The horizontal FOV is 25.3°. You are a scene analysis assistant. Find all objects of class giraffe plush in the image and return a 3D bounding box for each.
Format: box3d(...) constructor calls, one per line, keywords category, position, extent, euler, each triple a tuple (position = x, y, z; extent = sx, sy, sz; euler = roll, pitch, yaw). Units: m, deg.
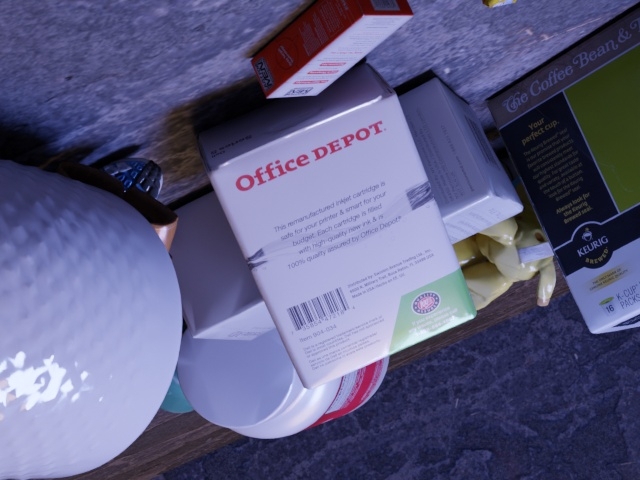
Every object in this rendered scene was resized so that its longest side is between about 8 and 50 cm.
box3d(category="giraffe plush", position=(0.255, -0.024, 1.850), extent=(0.210, 0.181, 0.170), euler=(3, -148, 39))

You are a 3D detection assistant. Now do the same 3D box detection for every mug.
box3d(category="mug", position=(-0.357, 0.056, 1.198), extent=(0.374, 0.276, 0.328), euler=(4, 174, 27))
box3d(category="mug", position=(-0.208, 0.179, 2.212), extent=(0.129, 0.157, 0.097), euler=(11, 151, -21))

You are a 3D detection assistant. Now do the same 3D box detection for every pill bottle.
box3d(category="pill bottle", position=(-0.054, 0.170, 2.107), extent=(0.229, 0.229, 0.408), euler=(-27, 171, 16))

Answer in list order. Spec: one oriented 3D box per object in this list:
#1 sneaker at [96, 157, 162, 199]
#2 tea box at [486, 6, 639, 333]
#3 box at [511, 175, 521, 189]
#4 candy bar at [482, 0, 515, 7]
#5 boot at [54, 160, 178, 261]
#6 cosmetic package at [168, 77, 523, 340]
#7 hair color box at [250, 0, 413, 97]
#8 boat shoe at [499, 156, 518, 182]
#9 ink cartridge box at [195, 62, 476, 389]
box3d(category="sneaker", position=(-0.223, -0.034, 1.464), extent=(0.191, 0.071, 0.083), euler=(-35, -172, 33))
box3d(category="tea box", position=(0.435, -0.103, 1.711), extent=(0.329, 0.323, 0.220), euler=(-30, 165, 33))
box3d(category="box", position=(0.336, -0.077, 1.963), extent=(0.244, 0.100, 0.060), euler=(-45, 130, 9))
box3d(category="candy bar", position=(0.184, -0.257, 1.337), extent=(0.040, 0.018, 0.161), euler=(-18, 167, -10))
box3d(category="boot", position=(-0.283, 0.021, 1.399), extent=(0.109, 0.283, 0.220), euler=(-58, 169, -57))
box3d(category="cosmetic package", position=(0.019, -0.026, 1.675), extent=(0.385, 0.156, 0.217), euler=(-28, 168, 15))
box3d(category="hair color box", position=(0.009, -0.181, 1.282), extent=(0.072, 0.043, 0.141), euler=(-9, 160, -47))
box3d(category="boat shoe", position=(0.242, -0.029, 2.149), extent=(0.103, 0.113, 0.302), euler=(-10, 162, -27))
box3d(category="ink cartridge box", position=(0.017, -0.015, 1.455), extent=(0.198, 0.273, 0.115), euler=(-23, -154, -2))
